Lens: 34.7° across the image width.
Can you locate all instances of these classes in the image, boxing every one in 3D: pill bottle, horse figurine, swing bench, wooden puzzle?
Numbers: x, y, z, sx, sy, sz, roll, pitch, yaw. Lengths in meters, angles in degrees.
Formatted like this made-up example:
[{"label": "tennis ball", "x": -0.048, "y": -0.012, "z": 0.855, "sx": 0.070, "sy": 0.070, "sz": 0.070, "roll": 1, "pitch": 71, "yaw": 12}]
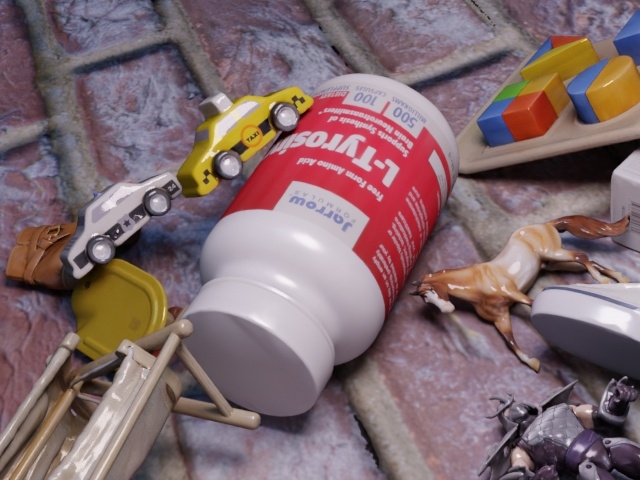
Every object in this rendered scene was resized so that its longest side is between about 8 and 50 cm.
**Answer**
[{"label": "pill bottle", "x": 0.000, "y": 0.000, "z": 1.229, "sx": 0.229, "sy": 0.229, "sz": 0.407, "roll": 11, "pitch": 47, "yaw": 23}, {"label": "horse figurine", "x": 0.260, "y": 0.042, "z": 1.246, "sx": 0.263, "sy": 0.066, "sz": 0.174, "roll": -38, "pitch": 54, "yaw": -23}, {"label": "swing bench", "x": -0.242, "y": 0.230, "z": 1.042, "sx": 0.255, "sy": 0.165, "sz": 0.253, "roll": -7, "pitch": 39, "yaw": 32}, {"label": "wooden puzzle", "x": 0.371, "y": -0.225, "z": 1.408, "sx": 0.348, "sy": 0.080, "sz": 0.322, "roll": -4, "pitch": 34, "yaw": 46}]

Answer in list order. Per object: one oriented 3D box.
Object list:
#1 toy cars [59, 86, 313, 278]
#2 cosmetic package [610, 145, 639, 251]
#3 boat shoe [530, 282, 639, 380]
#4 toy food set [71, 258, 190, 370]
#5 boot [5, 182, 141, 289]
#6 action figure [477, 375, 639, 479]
[{"label": "toy cars", "x": -0.189, "y": -0.088, "z": 1.277, "sx": 0.394, "sy": 0.087, "sz": 0.176, "roll": -31, "pitch": 16, "yaw": 23}, {"label": "cosmetic package", "x": 0.467, "y": -0.093, "z": 1.304, "sx": 0.085, "sy": 0.117, "sz": 0.231, "roll": 26, "pitch": 53, "yaw": 36}, {"label": "boat shoe", "x": 0.419, "y": 0.075, "z": 1.092, "sx": 0.367, "sy": 0.136, "sz": 0.156, "roll": 13, "pitch": 66, "yaw": 21}, {"label": "toy food set", "x": -0.228, "y": 0.108, "z": 1.293, "sx": 0.218, "sy": 0.071, "sz": 0.128, "roll": 25, "pitch": 85, "yaw": 40}, {"label": "boot", "x": -0.345, "y": -0.012, "z": 1.442, "sx": 0.152, "sy": 0.073, "sz": 0.197, "roll": 1, "pitch": 41, "yaw": 19}, {"label": "action figure", "x": 0.283, "y": 0.221, "z": 1.023, "sx": 0.185, "sy": 0.099, "sz": 0.285, "roll": -42, "pitch": 47, "yaw": -22}]
